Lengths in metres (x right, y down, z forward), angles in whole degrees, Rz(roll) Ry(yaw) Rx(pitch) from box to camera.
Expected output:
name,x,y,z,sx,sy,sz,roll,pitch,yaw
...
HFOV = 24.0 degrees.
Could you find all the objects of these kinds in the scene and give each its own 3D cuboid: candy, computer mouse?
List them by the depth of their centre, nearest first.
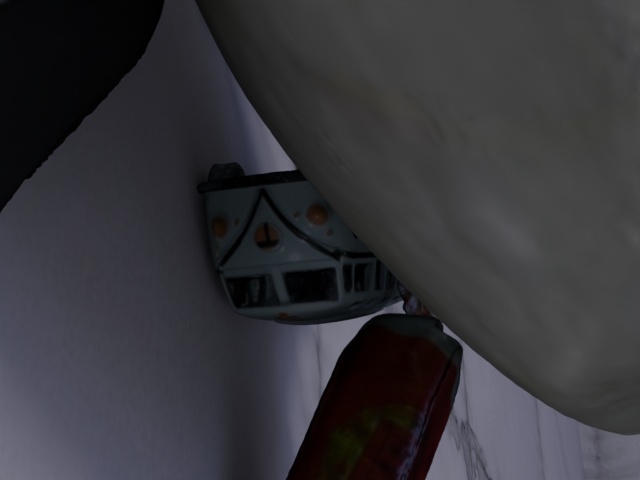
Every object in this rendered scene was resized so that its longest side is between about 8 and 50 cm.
name,x,y,z,sx,sy,sz,roll,pitch,yaw
computer mouse,-0.102,-0.097,0.478,0.264,0.088,0.147,-67,142,-61
candy,0.056,-0.097,0.622,0.427,0.186,0.386,57,11,-32
candy,0.019,0.119,0.741,0.086,0.059,0.292,86,25,-53

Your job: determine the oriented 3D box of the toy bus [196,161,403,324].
name,x,y,z,sx,sy,sz,roll,pitch,yaw
toy bus,0.000,0.000,0.808,0.194,0.087,0.089,2,83,-75
